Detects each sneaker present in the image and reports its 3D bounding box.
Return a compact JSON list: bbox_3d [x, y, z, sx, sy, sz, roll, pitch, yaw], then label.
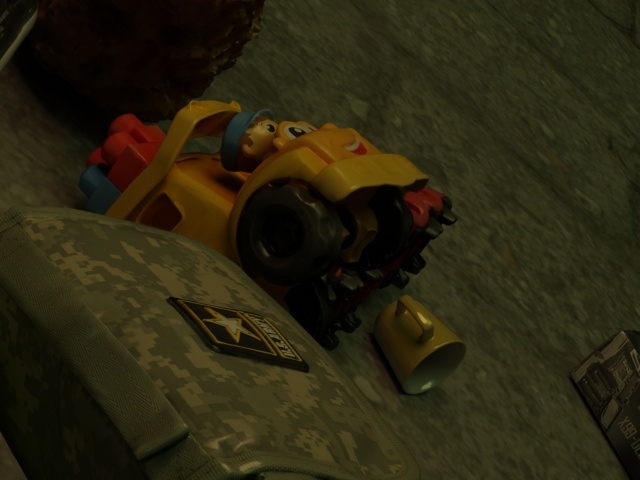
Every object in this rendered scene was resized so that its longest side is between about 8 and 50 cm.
[{"bbox_3d":[0.000,0.000,1.433,0.135,0.097,0.276,39,32,9],"label":"sneaker"}]

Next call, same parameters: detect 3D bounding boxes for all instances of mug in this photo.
[{"bbox_3d":[0.079,0.076,1.471,0.062,0.078,0.064,-9,50,-42],"label":"mug"}]

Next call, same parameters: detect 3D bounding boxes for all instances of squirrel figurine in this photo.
[{"bbox_3d":[-0.080,-0.299,1.386,0.281,0.370,0.397,35,31,-43],"label":"squirrel figurine"}]

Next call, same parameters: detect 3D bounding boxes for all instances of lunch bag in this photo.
[{"bbox_3d":[-0.055,0.123,0.924,0.235,0.169,0.287,45,-12,43],"label":"lunch bag"}]

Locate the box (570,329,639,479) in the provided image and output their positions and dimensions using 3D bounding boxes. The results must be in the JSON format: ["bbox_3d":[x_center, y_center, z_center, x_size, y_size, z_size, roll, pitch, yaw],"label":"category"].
[{"bbox_3d":[0.394,0.232,1.715,0.242,0.076,0.307,10,45,-50],"label":"box"}]

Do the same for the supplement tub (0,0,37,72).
[{"bbox_3d":[-0.339,-0.166,1.044,0.316,0.193,0.193,40,27,-13],"label":"supplement tub"}]

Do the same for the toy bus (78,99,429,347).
[{"bbox_3d":[-0.068,-0.022,1.235,0.211,0.220,0.149,49,23,17],"label":"toy bus"}]
